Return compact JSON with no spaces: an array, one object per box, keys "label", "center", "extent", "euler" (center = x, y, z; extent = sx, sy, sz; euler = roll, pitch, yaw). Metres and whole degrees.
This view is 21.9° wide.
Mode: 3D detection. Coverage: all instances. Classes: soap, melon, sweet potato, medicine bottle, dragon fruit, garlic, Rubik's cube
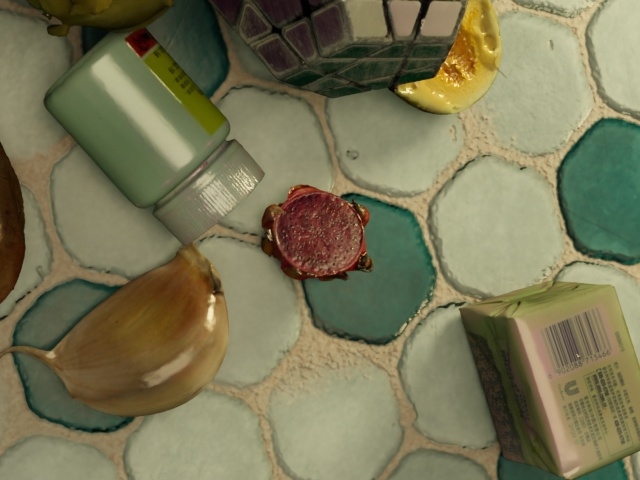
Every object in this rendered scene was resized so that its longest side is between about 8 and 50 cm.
[{"label":"soap","center":[0.267,0.153,1.871],"extent":[0.138,0.182,0.199],"euler":[-20,94,-15]},{"label":"melon","center":[0.137,-0.210,1.897],"extent":[0.160,0.079,0.128],"euler":[-50,121,-10]},{"label":"sweet potato","center":[-0.381,-0.108,1.751],"extent":[0.109,0.109,0.385],"euler":[-9,80,-14]},{"label":"medicine bottle","center":[-0.178,-0.116,1.778],"extent":[0.139,0.139,0.225],"euler":[-43,99,-10]},{"label":"dragon fruit","center":[-0.004,-0.004,1.865],"extent":[0.126,0.068,0.112],"euler":[1,73,-1]},{"label":"garlic","center":[-0.211,0.129,1.800],"extent":[0.266,0.148,0.129],"euler":[-26,133,-17]},{"label":"Rubik's cube","center":[0.033,-0.304,1.751],"extent":[0.319,0.319,0.264],"euler":[43,111,-11]}]

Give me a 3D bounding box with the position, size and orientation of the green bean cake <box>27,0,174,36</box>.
[{"label":"green bean cake","center":[-0.205,-0.338,1.698],"extent":[0.285,0.310,0.202],"euler":[-28,124,-10]}]
